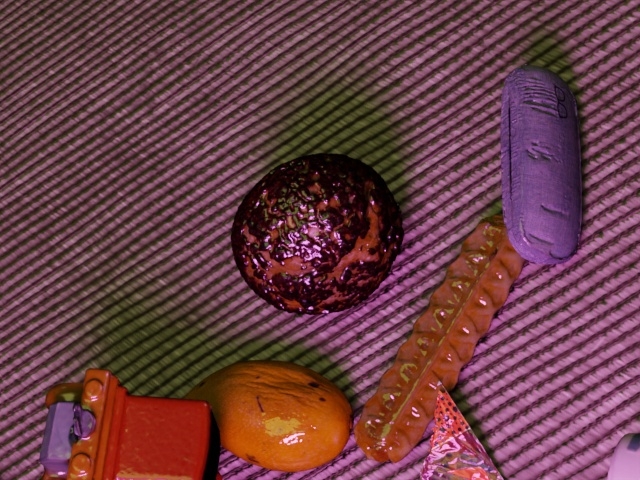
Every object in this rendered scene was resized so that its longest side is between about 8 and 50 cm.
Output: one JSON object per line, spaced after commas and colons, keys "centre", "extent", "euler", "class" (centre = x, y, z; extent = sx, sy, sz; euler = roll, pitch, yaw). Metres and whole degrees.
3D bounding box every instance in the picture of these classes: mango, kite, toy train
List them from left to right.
{"centre": [-0.241, 0.291, 1.697], "extent": [0.232, 0.369, 0.163], "euler": [4, 62, 6], "class": "toy train"}
{"centre": [-0.078, 0.228, 1.765], "extent": [0.262, 0.109, 0.157], "euler": [7, 50, 24], "class": "mango"}
{"centre": [0.182, 0.302, 1.667], "extent": [0.125, 0.008, 0.222], "euler": [15, 91, 18], "class": "kite"}

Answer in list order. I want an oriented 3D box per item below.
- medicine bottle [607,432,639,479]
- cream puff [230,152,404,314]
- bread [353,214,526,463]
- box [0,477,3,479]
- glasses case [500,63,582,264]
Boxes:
{"centre": [0.450, 0.297, 1.479], "extent": [0.237, 0.139, 0.139], "euler": [3, 71, 27], "class": "medicine bottle"}
{"centre": [0.000, 0.000, 1.757], "extent": [0.239, 0.239, 0.165], "euler": [-38, 48, 7], "class": "cream puff"}
{"centre": [0.160, 0.130, 1.725], "extent": [0.367, 0.084, 0.077], "euler": [-58, 18, -7], "class": "bread"}
{"centre": [-0.533, 0.396, 1.962], "extent": [0.130, 0.051, 0.129], "euler": [37, 89, 33], "class": "box"}
{"centre": [0.291, -0.102, 1.738], "extent": [0.067, 0.109, 0.282], "euler": [-32, 49, 52], "class": "glasses case"}
